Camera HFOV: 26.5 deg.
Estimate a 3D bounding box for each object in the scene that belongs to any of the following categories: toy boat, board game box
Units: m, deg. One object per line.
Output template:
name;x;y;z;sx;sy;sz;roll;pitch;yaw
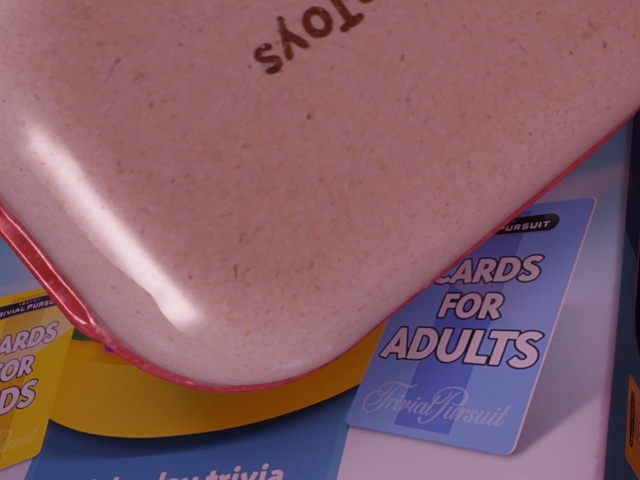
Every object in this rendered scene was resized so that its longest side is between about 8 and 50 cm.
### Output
toy boat;0.002;-0.067;0.411;0.231;0.151;0.151;-38;9;-9
board game box;0.000;0.000;0.491;0.254;0.079;0.336;-10;42;26
